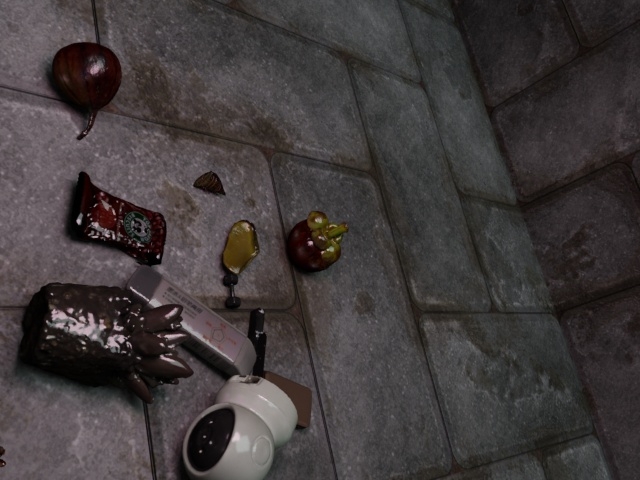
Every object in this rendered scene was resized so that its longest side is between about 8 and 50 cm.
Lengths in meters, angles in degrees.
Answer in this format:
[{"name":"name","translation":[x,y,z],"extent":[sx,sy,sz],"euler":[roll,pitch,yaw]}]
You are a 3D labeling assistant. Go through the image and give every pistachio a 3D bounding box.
[{"name":"pistachio","translation":[-0.200,0.025,1.698],"extent":[0.089,0.049,0.173],"euler":[21,52,-10]}]

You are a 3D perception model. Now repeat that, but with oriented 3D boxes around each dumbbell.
[{"name":"dumbbell","translation":[-0.216,0.124,1.632],"extent":[0.040,0.036,0.083],"euler":[13,59,-42]}]

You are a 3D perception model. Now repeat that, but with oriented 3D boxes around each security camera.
[{"name":"security camera","translation":[-0.175,0.419,1.385],"extent":[0.194,0.194,0.236],"euler":[50,44,-13]}]

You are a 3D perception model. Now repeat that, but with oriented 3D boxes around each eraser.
[{"name":"eraser","translation":[-0.281,0.187,1.487],"extent":[0.352,0.061,0.089],"euler":[39,45,-14]}]

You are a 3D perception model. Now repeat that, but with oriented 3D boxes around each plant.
[{"name":"plant","translation":[-0.398,0.197,1.289],"extent":[0.320,0.181,0.194],"euler":[18,55,-34]}]

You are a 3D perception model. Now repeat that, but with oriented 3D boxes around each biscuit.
[{"name":"biscuit","translation":[-0.441,-0.039,1.468],"extent":[0.235,0.063,0.151],"euler":[27,50,-37]}]

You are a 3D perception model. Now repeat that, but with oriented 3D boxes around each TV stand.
[{"name":"TV stand","translation":[-0.159,0.279,1.600],"extent":[0.042,0.036,0.249],"euler":[28,49,-32]}]

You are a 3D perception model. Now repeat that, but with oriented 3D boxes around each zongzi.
[{"name":"zongzi","translation":[-0.272,-0.144,1.721],"extent":[0.073,0.067,0.083],"euler":[54,22,2]}]

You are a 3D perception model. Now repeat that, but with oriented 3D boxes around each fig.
[{"name":"fig","translation":[-0.519,-0.364,1.507],"extent":[0.148,0.149,0.202],"euler":[-21,65,-13]}]

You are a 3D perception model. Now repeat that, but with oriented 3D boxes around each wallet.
[{"name":"wallet","translation":[-0.084,0.387,1.616],"extent":[0.152,0.038,0.118],"euler":[31,46,-33]}]

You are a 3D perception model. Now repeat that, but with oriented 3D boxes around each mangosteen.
[{"name":"mangosteen","translation":[-0.009,0.008,1.813],"extent":[0.156,0.181,0.146],"euler":[49,60,-18]}]

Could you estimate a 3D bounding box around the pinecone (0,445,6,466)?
[{"name":"pinecone","translation":[-0.599,0.299,0.972],"extent":[0.272,0.224,0.224],"euler":[35,46,-25]}]
